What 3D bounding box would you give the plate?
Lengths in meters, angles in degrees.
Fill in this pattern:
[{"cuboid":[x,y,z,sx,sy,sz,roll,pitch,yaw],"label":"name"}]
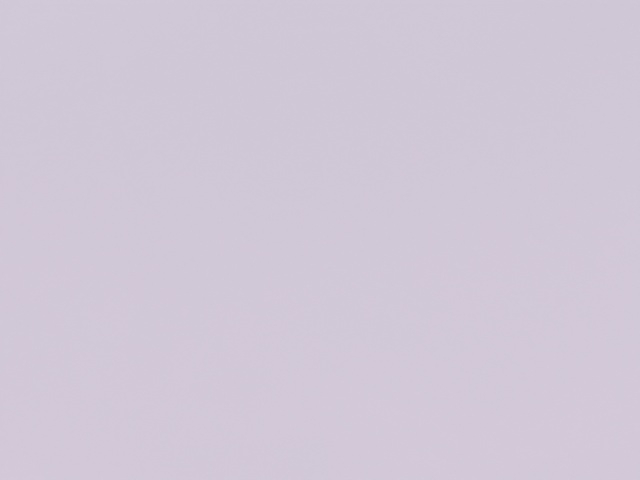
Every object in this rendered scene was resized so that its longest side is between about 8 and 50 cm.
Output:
[{"cuboid":[0.000,0.000,0.425,0.278,0.277,0.045,-7,146,2],"label":"plate"}]
